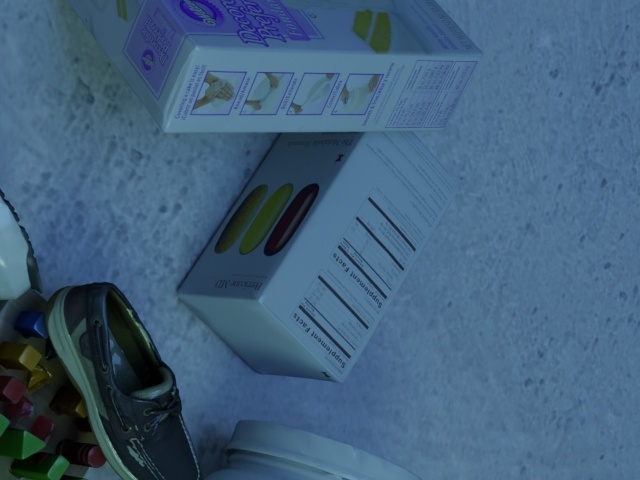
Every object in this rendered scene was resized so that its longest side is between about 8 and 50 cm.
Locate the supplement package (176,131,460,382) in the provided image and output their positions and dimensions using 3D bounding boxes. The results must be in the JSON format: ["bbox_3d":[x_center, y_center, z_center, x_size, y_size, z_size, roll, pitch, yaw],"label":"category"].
[{"bbox_3d":[0.000,0.000,1.844,0.134,0.139,0.244,46,63,-30],"label":"supplement package"}]

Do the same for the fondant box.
[{"bbox_3d":[-0.048,-0.206,1.746,0.330,0.238,0.096,-4,133,-38],"label":"fondant box"}]

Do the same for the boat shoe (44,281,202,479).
[{"bbox_3d":[-0.163,0.136,1.681,0.080,0.073,0.223,-42,109,-46],"label":"boat shoe"}]

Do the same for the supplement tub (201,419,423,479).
[{"bbox_3d":[-0.038,0.345,1.756,0.228,0.228,0.316,29,72,-35],"label":"supplement tub"}]

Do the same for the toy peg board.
[{"bbox_3d":[-0.239,0.147,1.692,0.161,0.079,0.160,44,64,-30],"label":"toy peg board"}]

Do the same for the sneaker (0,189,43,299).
[{"bbox_3d":[-0.400,-0.072,1.539,0.182,0.158,0.410,-40,109,-12],"label":"sneaker"}]
